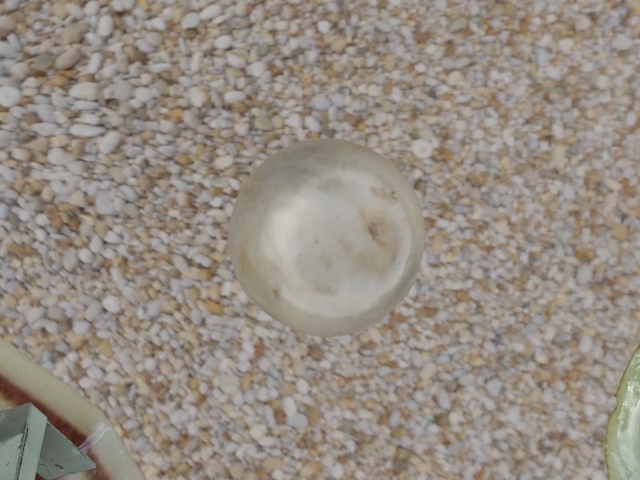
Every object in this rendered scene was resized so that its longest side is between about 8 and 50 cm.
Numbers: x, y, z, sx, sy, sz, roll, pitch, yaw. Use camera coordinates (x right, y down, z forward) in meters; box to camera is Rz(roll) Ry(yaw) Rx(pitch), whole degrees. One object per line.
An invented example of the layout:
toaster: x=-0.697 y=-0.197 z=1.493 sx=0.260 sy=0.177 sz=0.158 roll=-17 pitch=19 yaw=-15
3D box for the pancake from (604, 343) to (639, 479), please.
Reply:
pancake: x=0.119 y=0.053 z=0.322 sx=0.108 sy=0.017 sz=0.108 roll=-12 pitch=108 yaw=-39

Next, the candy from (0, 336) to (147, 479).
candy: x=-0.331 y=0.200 z=1.135 sx=0.135 sy=0.320 sz=0.179 roll=-49 pitch=145 yaw=-24

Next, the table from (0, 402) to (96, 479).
table: x=-0.260 y=0.204 z=0.865 sx=0.062 sy=0.146 sz=0.175 roll=-19 pitch=133 yaw=17

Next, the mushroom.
mushroom: x=0.000 y=0.000 z=1.152 sx=0.207 sy=0.215 sz=0.207 roll=2 pitch=83 yaw=-14
